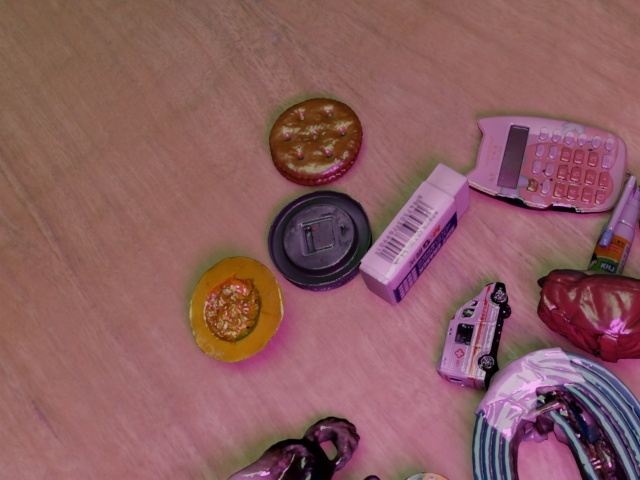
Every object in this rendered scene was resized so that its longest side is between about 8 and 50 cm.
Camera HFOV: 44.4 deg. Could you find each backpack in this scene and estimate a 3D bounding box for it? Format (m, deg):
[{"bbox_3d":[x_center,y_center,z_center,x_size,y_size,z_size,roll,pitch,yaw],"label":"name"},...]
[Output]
[{"bbox_3d":[0.491,0.138,1.378,0.229,0.229,0.138,14,70,21],"label":"backpack"}]

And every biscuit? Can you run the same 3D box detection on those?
[{"bbox_3d":[-0.010,-0.224,1.778,0.221,0.066,0.220,-4,64,9],"label":"biscuit"}]

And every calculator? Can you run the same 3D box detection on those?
[{"bbox_3d":[0.474,-0.155,1.629,0.330,0.048,0.220,11,66,17],"label":"calculator"}]

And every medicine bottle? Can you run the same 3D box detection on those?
[{"bbox_3d":[0.567,-0.015,1.503,0.061,0.092,0.220,15,68,32],"label":"medicine bottle"}]

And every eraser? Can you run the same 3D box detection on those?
[{"bbox_3d":[0.195,-0.012,1.581,0.081,0.124,0.279,33,76,26],"label":"eraser"}]

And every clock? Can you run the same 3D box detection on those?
[{"bbox_3d":[0.000,0.000,1.671,0.226,0.049,0.226,-5,63,11],"label":"clock"}]

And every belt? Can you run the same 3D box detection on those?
[{"bbox_3d":[0.412,0.400,1.287,0.300,0.173,0.436,-19,60,8],"label":"belt"}]

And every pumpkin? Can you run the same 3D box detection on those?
[{"bbox_3d":[-0.161,0.148,1.614,0.217,0.110,0.217,-4,75,16],"label":"pumpkin"}]

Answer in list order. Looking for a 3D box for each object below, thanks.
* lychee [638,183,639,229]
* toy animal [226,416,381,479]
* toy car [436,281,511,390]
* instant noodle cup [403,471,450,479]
[{"bbox_3d":[0.651,-0.043,1.489,0.140,0.101,0.114,30,39,9],"label":"lychee"},{"bbox_3d":[0.008,0.470,1.338,0.303,0.194,0.344,-34,48,-21],"label":"toy animal"},{"bbox_3d":[0.293,0.175,1.482,0.108,0.089,0.209,8,69,24],"label":"toy car"},{"bbox_3d":[0.188,0.468,1.331,0.127,0.135,0.127,-6,63,11],"label":"instant noodle cup"}]
